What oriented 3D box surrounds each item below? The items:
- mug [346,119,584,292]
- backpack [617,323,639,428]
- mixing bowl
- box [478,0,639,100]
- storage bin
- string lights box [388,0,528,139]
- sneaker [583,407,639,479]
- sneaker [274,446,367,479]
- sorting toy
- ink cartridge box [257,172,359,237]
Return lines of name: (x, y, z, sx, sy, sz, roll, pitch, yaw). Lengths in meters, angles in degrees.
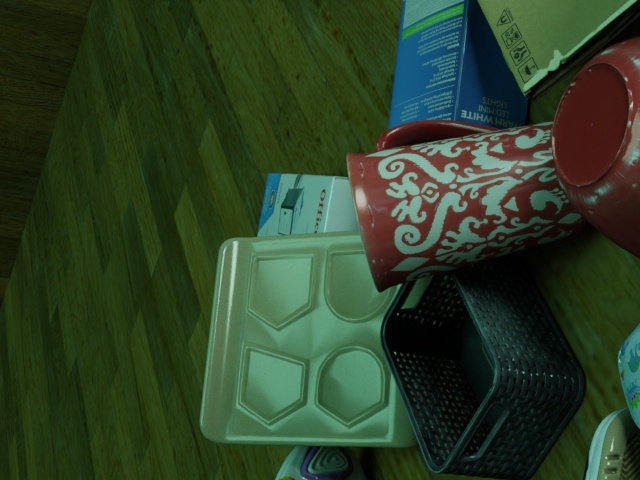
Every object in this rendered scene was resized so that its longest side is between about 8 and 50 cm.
mug: (0.111, -0.049, 0.992, 0.113, 0.169, 0.150, 61, -162, -69)
backpack: (0.243, 0.092, 0.781, 0.105, 0.084, 0.114, 123, 145, -45)
mixing bowl: (0.226, -0.071, 0.868, 0.181, 0.098, 0.181, -34, 51, 58)
box: (0.191, -0.238, 1.006, 0.164, 0.021, 0.201, -40, 53, 31)
storage bin: (0.128, 0.097, 1.036, 0.122, 0.084, 0.180, -64, 29, 31)
string lights box: (0.124, -0.132, 1.143, 0.133, 0.076, 0.260, 171, 107, -65)
sneaker: (0.177, 0.257, 0.845, 0.153, 0.099, 0.282, -20, 65, 61)
sneaker: (-0.026, 0.347, 1.243, 0.152, 0.114, 0.305, 156, 122, -65)
sorting toy: (-0.003, 0.141, 1.207, 0.229, 0.041, 0.307, -2, 72, 23)
ink cartridge box: (0.000, 0.000, 1.365, 0.190, 0.082, 0.140, -172, 92, -67)
